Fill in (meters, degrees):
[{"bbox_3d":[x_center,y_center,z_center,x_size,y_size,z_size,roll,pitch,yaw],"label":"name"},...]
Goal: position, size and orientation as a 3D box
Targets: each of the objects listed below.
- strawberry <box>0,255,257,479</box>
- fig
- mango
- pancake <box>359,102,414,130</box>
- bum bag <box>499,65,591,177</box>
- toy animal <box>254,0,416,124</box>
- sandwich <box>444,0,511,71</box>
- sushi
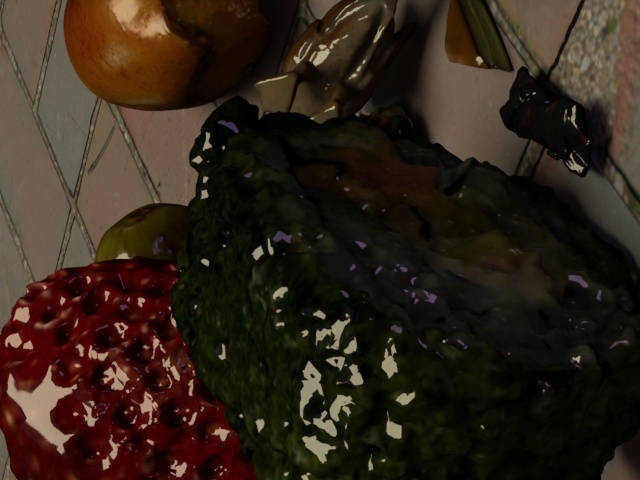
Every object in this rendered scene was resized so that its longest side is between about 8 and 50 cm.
[{"bbox_3d":[-0.128,0.158,1.772,0.345,0.295,0.318,-19,72,41],"label":"strawberry"},{"bbox_3d":[-0.155,0.053,1.980,0.186,0.148,0.142,56,153,-3],"label":"fig"},{"bbox_3d":[-0.154,-0.220,1.906,0.201,0.199,0.350,-67,9,-12],"label":"mango"},{"bbox_3d":[0.000,0.000,1.649,0.244,0.057,0.266,18,93,35],"label":"pancake"},{"bbox_3d":[0.168,-0.090,1.406,0.124,0.034,0.058,-138,42,-56],"label":"bum bag"},{"bbox_3d":[0.025,-0.164,1.615,0.188,0.089,0.179,-50,4,37],"label":"toy animal"},{"bbox_3d":[0.120,-0.156,1.504,0.044,0.031,0.083,-56,41,45],"label":"sandwich"},{"bbox_3d":[0.068,0.054,1.333,0.352,0.294,0.178,53,135,46],"label":"sushi"}]
